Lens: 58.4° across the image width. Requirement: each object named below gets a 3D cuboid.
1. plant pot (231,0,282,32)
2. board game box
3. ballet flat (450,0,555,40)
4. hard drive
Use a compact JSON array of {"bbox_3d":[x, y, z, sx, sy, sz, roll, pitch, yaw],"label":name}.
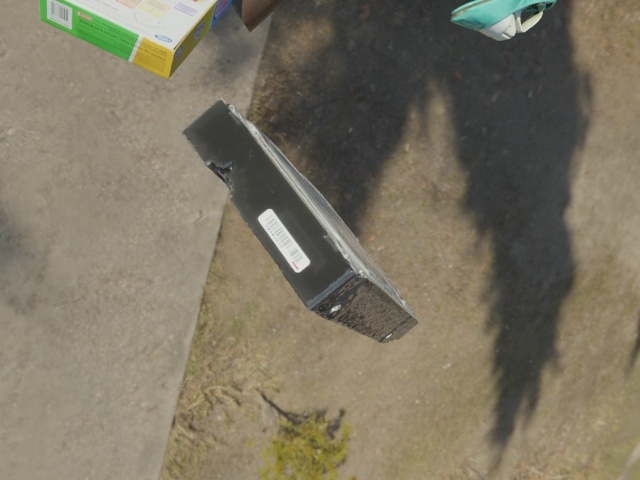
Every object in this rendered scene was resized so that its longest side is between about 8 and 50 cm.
[{"bbox_3d":[-0.125,-0.629,1.294,0.230,0.215,0.215,-31,136,5],"label":"plant pot"},{"bbox_3d":[-0.323,-0.456,1.072,0.242,0.317,0.064,25,138,-5],"label":"board game box"},{"bbox_3d":[0.337,-0.405,1.014,0.247,0.083,0.087,-31,106,-24],"label":"ballet flat"},{"bbox_3d":[0.000,0.000,0.669,0.064,0.237,0.339,-39,156,4],"label":"hard drive"}]
